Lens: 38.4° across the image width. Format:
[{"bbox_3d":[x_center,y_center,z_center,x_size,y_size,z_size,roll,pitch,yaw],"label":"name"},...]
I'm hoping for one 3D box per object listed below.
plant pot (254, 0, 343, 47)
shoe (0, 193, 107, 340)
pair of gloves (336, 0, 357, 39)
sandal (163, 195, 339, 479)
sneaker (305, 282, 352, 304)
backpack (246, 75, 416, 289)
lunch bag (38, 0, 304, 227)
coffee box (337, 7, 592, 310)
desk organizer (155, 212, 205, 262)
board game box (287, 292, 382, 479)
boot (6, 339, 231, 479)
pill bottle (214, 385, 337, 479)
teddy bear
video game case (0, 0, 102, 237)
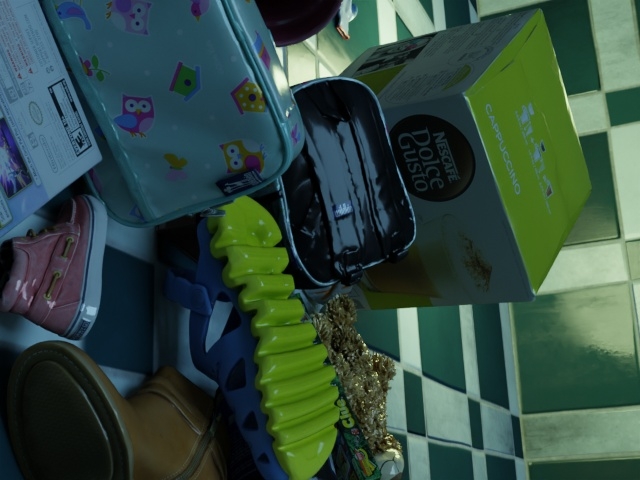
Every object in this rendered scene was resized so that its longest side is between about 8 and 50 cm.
[{"bbox_3d":[-0.072,-0.391,1.242,0.180,0.201,0.201,-99,165,-47],"label":"plant pot"},{"bbox_3d":[-0.238,0.008,0.806,0.081,0.063,0.178,26,30,-29],"label":"shoe"},{"bbox_3d":[0.030,-0.480,1.740,0.198,0.023,0.159,45,41,-55],"label":"pair of gloves"},{"bbox_3d":[-0.080,0.113,0.987,0.126,0.138,0.317,15,50,-53],"label":"sandal"},{"bbox_3d":[0.000,0.000,1.395,0.083,0.084,0.214,-107,-175,-63],"label":"sneaker"},{"bbox_3d":[-0.008,-0.082,1.202,0.225,0.191,0.253,-23,107,-39],"label":"backpack"},{"bbox_3d":[-0.154,-0.151,0.877,0.108,0.224,0.279,-73,143,-68],"label":"lunch bag"},{"bbox_3d":[0.197,-0.124,1.466,0.338,0.334,0.337,-48,123,-45],"label":"coffee box"},{"bbox_3d":[-0.137,-0.008,1.086,0.130,0.050,0.047,46,40,-55],"label":"desk organizer"},{"bbox_3d":[0.000,0.207,1.146,0.136,0.030,0.259,101,-31,-52],"label":"board game box"},{"bbox_3d":[-0.168,0.172,0.871,0.283,0.109,0.220,61,20,-18],"label":"boot"},{"bbox_3d":[-0.047,0.254,1.026,0.123,0.123,0.219,57,13,-45],"label":"pill bottle"},{"bbox_3d":[0.048,0.245,1.365,0.245,0.113,0.338,0,81,-66],"label":"teddy bear"},{"bbox_3d":[-0.299,-0.136,0.718,0.244,0.061,0.269,-60,136,-60],"label":"video game case"}]
